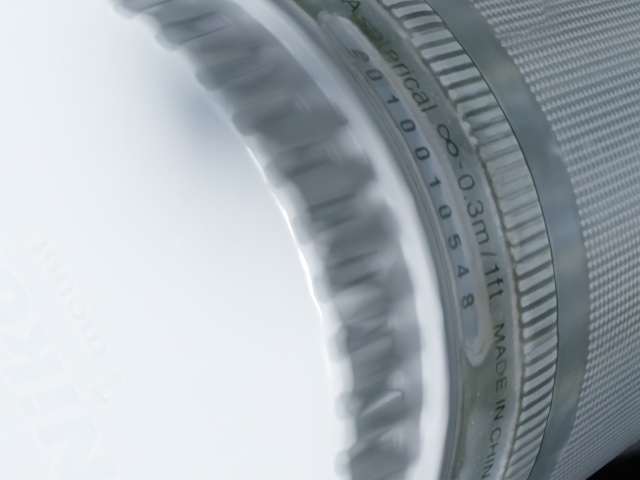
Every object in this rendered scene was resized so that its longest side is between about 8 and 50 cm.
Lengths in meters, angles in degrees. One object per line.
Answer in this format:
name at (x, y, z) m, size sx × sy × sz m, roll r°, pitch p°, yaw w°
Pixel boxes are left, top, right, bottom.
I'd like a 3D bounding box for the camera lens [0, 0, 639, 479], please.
camera lens at (0.000, 0.000, 0.539) m, size 0.274 × 0.219 × 0.219 m, roll -21°, pitch -90°, yaw -54°
